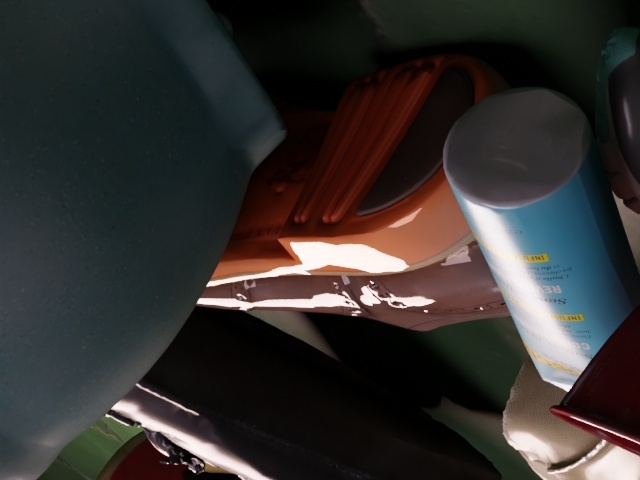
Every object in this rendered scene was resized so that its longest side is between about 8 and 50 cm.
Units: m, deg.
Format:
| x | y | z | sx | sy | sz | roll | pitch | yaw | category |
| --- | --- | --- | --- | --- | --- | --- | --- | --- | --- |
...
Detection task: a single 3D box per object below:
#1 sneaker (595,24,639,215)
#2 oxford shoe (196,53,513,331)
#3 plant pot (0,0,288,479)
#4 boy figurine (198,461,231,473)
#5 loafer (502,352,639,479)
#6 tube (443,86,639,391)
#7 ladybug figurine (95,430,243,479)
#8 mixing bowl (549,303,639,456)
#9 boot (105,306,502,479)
| x | y | z | sx | sy | sz | roll | pitch | yaw | category |
| --- | --- | --- | --- | --- | --- | --- | --- | --- | --- |
| 0.164 | -0.025 | 0.532 | 0.076 | 0.065 | 0.166 | -12 | 136 | 38 | sneaker |
| 0.000 | 0.000 | 0.731 | 0.132 | 0.130 | 0.363 | 36 | 162 | -28 | oxford shoe |
| -0.139 | -0.064 | 0.610 | 0.293 | 0.196 | 0.293 | 54 | 179 | 1 | plant pot |
| -0.090 | 0.147 | 1.214 | 0.285 | 0.092 | 0.177 | 34 | 130 | 15 | boy figurine |
| 0.149 | 0.090 | 0.741 | 0.092 | 0.102 | 0.268 | 24 | 160 | 8 | loafer |
| 0.102 | 0.022 | 0.556 | 0.080 | 0.052 | 0.207 | 29 | 162 | 36 | tube |
| -0.058 | 0.285 | 1.281 | 0.449 | 0.305 | 0.162 | 14 | 131 | 41 | ladybug figurine |
| 0.179 | 0.051 | 0.468 | 0.181 | 0.098 | 0.181 | 23 | 175 | 2 | mixing bowl |
| -0.115 | 0.056 | 1.024 | 0.445 | 0.146 | 0.367 | 26 | -166 | -30 | boot |
